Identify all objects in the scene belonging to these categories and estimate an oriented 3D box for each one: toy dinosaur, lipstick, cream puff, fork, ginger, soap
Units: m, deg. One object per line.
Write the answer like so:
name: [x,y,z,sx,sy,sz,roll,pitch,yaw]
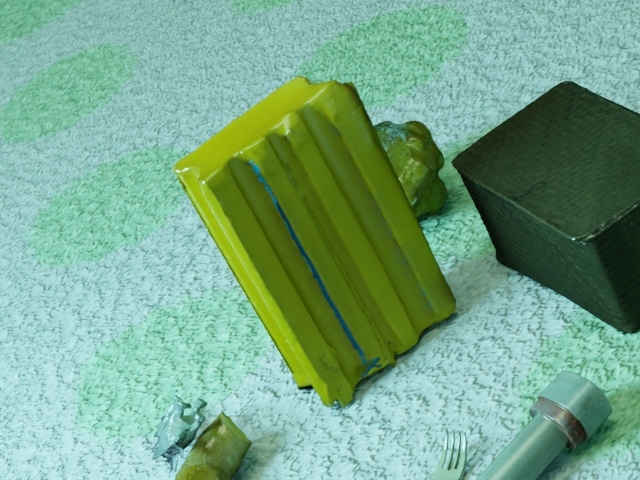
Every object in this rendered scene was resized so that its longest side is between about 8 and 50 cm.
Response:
toy dinosaur: [-0.160,0.208,2.024,0.082,0.039,0.209,-62,5,6]
lipstick: [0.201,0.212,1.778,0.186,0.057,0.063,-44,34,-16]
cream puff: [0.100,-0.072,2.239,0.146,0.116,0.146,-21,53,31]
fork: [0.099,0.277,1.793,0.034,0.028,0.219,4,46,31]
ginger: [-0.133,0.296,1.899,0.118,0.065,0.299,-27,26,34]
soap: [0.000,0.001,1.994,0.204,0.324,0.096,-36,27,-17]

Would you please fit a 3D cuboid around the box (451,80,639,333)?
box: [0.297,-0.040,1.990,0.184,0.143,0.273,-35,32,-13]
